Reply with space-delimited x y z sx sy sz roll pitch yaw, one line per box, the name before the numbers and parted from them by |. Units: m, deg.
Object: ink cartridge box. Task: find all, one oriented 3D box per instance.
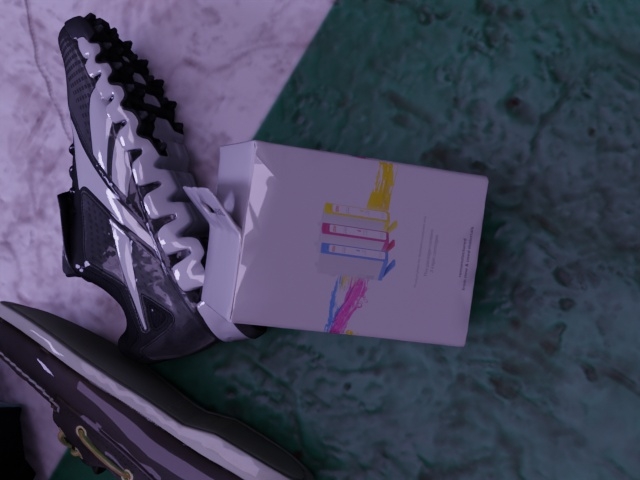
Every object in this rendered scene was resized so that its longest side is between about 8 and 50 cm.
ink cartridge box | 0.000 0.000 0.495 0.143 0.092 0.090 7 91 -16

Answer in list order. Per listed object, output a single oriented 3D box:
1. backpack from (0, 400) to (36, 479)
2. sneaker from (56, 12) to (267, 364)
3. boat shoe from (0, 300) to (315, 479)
backpack | -0.300 0.139 0.578 0.188 0.166 0.144 -20 79 12
sneaker | -0.126 -0.026 0.578 0.106 0.078 0.234 -28 81 12
boat shoe | -0.116 0.114 0.564 0.227 0.081 0.069 29 92 15
